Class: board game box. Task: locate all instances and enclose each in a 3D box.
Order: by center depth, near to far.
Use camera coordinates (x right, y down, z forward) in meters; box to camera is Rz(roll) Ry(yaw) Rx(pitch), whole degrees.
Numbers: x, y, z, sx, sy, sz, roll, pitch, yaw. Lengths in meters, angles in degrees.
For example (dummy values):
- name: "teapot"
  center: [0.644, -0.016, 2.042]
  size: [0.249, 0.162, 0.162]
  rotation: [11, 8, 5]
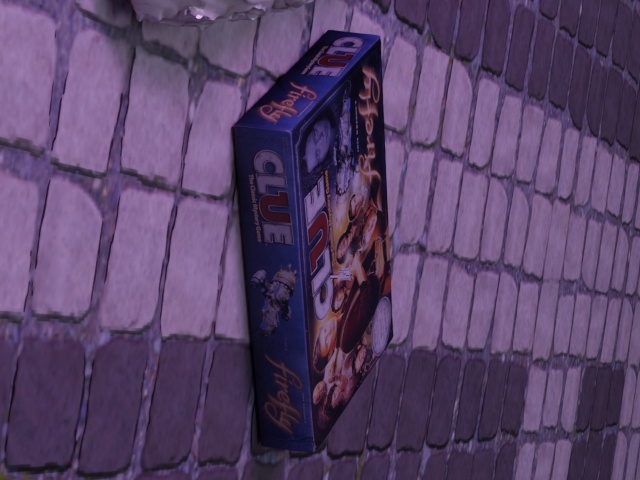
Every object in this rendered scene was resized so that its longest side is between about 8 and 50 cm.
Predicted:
- name: "board game box"
  center: [0.000, 0.000, 1.359]
  size: [0.165, 0.042, 0.243]
  rotation: [-51, 143, -54]

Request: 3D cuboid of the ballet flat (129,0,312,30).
- name: "ballet flat"
  center: [0.017, -0.224, 1.200]
  size: [0.409, 0.147, 0.147]
  rotation: [-41, 135, -59]
